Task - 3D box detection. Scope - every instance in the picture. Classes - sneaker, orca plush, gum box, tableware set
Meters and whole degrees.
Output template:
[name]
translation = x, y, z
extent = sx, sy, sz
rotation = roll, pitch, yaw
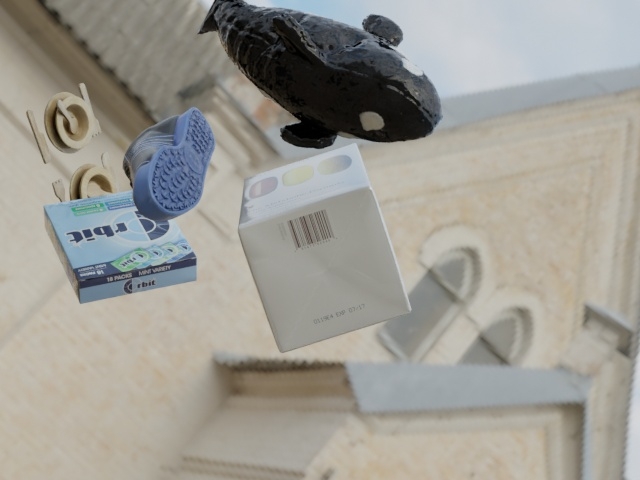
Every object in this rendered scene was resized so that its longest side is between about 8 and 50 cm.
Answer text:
[sneaker]
translation = -0.187, -0.076, 1.557
extent = 0.090, 0.232, 0.081
rotation = -25, -71, 20
[orca plush]
translation = -0.013, -0.189, 1.225
extent = 0.287, 0.151, 0.102
rotation = 50, -5, 34
[gum box]
translation = -0.265, 0.003, 1.773
extent = 0.184, 0.157, 0.041
rotation = -128, -146, -49
[tableware set]
translation = -0.332, -0.118, 1.915
extent = 0.039, 0.128, 0.194
rotation = -4, -68, 34

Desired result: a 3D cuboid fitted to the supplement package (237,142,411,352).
[supplement package]
translation = 0.000, 0.000, 1.388
extent = 0.244, 0.139, 0.134
rotation = -100, 172, -76
